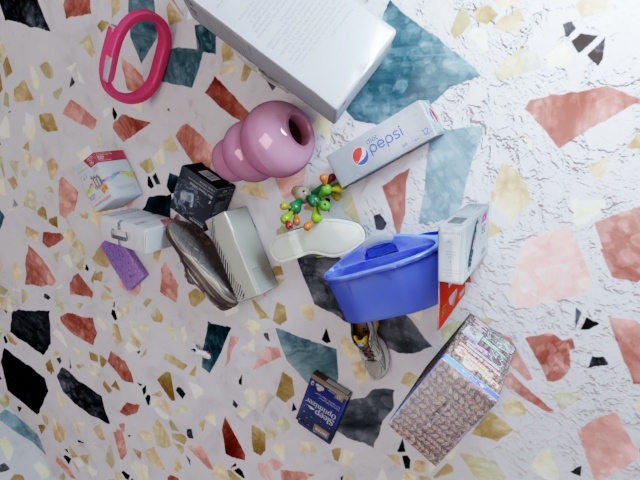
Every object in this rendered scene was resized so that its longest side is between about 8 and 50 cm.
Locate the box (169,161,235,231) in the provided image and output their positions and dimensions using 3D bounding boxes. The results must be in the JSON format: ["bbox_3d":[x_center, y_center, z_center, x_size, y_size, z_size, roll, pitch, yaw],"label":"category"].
[{"bbox_3d":[-0.375,-0.139,1.597,0.156,0.093,0.158,33,117,18],"label":"box"}]

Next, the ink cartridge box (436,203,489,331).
[{"bbox_3d":[0.329,0.054,1.150,0.060,0.275,0.239,4,105,28],"label":"ink cartridge box"}]

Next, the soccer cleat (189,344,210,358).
[{"bbox_3d":[-0.428,0.401,1.792,0.083,0.035,0.029,27,114,21],"label":"soccer cleat"}]

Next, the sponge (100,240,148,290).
[{"bbox_3d":[-0.737,0.073,1.884,0.117,0.031,0.210,-38,82,30],"label":"sponge"}]

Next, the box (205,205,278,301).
[{"bbox_3d":[-0.243,0.042,1.559,0.094,0.113,0.275,-22,90,32],"label":"box"}]

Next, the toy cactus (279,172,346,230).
[{"bbox_3d":[-0.036,-0.120,1.385,0.112,0.219,0.180,54,169,-33],"label":"toy cactus"}]

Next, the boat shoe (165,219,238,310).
[{"bbox_3d":[-0.396,0.090,1.643,0.355,0.132,0.130,48,119,11],"label":"boat shoe"}]

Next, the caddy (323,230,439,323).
[{"bbox_3d":[0.172,0.071,1.264,0.341,0.241,0.179,-18,98,30],"label":"caddy"}]

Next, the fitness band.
[{"bbox_3d":[-0.559,-0.553,1.526,0.054,0.209,0.291,37,116,20],"label":"fitness band"}]

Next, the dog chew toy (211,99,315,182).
[{"bbox_3d":[-0.176,-0.256,1.406,0.332,0.206,0.207,-14,95,39],"label":"dog chew toy"}]

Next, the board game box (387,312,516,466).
[{"bbox_3d":[0.325,0.347,1.217,0.141,0.291,0.232,38,117,15],"label":"board game box"}]

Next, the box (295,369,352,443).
[{"bbox_3d":[0.003,0.537,1.590,0.136,0.036,0.225,27,115,21],"label":"box"}]

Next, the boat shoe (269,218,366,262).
[{"bbox_3d":[-0.001,-0.005,1.425,0.305,0.091,0.109,-11,96,30],"label":"boat shoe"}]

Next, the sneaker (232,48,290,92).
[{"bbox_3d":[-0.131,-0.482,1.356,0.297,0.129,0.111,34,118,19],"label":"sneaker"}]

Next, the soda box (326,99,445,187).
[{"bbox_3d":[0.161,-0.242,1.276,0.286,0.091,0.098,-27,90,31],"label":"soda box"}]

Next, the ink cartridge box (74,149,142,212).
[{"bbox_3d":[-0.739,-0.206,1.759,0.128,0.127,0.176,-25,90,31],"label":"ink cartridge box"}]

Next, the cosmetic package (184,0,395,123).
[{"bbox_3d":[-0.077,-0.514,1.192,0.453,0.161,0.230,38,89,0],"label":"cosmetic package"}]

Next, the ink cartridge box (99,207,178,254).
[{"bbox_3d":[-0.614,-0.036,1.714,0.218,0.158,0.092,17,110,25],"label":"ink cartridge box"}]

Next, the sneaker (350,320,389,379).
[{"bbox_3d":[0.127,0.291,1.427,0.088,0.092,0.225,-15,95,31],"label":"sneaker"}]
